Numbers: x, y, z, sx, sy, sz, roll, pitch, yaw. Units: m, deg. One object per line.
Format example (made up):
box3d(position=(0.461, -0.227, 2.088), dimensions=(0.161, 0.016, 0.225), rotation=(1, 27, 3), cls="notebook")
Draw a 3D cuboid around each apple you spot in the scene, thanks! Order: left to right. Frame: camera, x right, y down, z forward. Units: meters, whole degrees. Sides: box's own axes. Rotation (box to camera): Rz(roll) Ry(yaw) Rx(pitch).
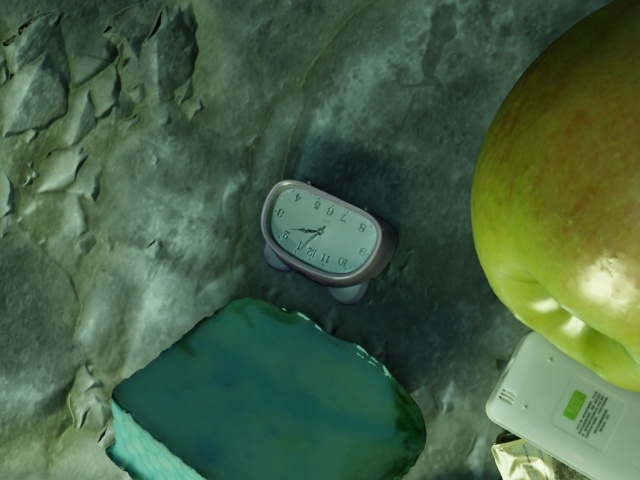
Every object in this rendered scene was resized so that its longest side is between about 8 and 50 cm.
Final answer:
box3d(position=(0.284, -0.035, 0.690), dimensions=(0.305, 0.338, 0.338), rotation=(-38, 74, 1), cls="apple")

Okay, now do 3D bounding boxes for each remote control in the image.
box3d(position=(0.285, 0.184, 0.786), dimensions=(0.250, 0.034, 0.103), rotation=(29, 80, 4), cls="remote control")

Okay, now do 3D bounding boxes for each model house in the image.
box3d(position=(-0.056, 0.241, 0.876), dimensions=(0.261, 0.226, 0.241), rotation=(32, 132, 22), cls="model house")

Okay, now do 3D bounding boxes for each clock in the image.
box3d(position=(0.000, 0.000, 0.931), dimensions=(0.152, 0.050, 0.110), rotation=(26, 93, 19), cls="clock")

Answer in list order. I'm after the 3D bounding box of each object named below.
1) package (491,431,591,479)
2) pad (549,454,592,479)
box3d(position=(0.242, 0.216, 0.828), dimensions=(0.131, 0.047, 0.071), rotation=(-15, 83, 16), cls="package")
box3d(position=(0.300, 0.213, 0.803), dimensions=(0.158, 0.003, 0.235), rotation=(-10, 81, -4), cls="pad")
